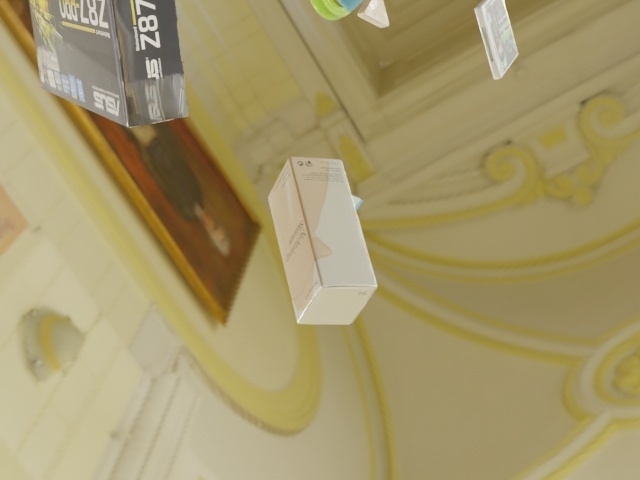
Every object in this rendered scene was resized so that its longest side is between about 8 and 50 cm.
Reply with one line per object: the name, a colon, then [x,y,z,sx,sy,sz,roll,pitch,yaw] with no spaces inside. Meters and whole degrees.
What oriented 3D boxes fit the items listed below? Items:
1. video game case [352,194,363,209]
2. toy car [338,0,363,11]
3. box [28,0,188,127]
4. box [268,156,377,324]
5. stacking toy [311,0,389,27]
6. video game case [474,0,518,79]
video game case: [0.007,-0.065,2.493,0.119,0.166,0.015,-55,-132,15]
toy car: [0.038,-0.503,1.663,0.219,0.210,0.238,-43,-142,9]
box: [-0.307,-0.343,1.519,0.097,0.318,0.395,-16,-157,-26]
box: [0.000,0.000,2.210,0.121,0.311,0.148,2,143,-24]
stacking toy: [0.099,-0.607,2.371,0.130,0.280,0.309,-6,175,43]
video game case: [0.414,-0.486,2.618,0.022,0.173,0.190,-9,-159,27]
